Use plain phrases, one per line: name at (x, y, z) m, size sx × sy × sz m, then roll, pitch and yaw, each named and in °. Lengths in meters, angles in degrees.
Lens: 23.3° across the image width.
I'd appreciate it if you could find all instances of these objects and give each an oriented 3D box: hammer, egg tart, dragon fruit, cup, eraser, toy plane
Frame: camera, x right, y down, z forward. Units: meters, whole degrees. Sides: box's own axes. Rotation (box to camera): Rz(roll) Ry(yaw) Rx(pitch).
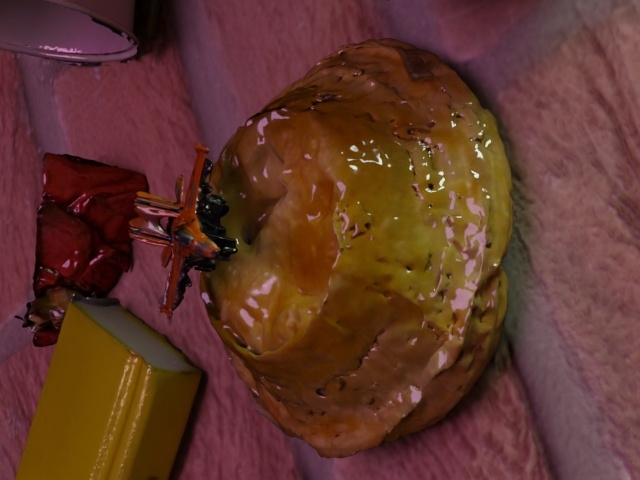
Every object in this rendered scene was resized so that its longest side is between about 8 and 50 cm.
hammer at (-0.138, -0.283, 1.459) m, size 0.060 × 0.028 × 0.195 m, roll 15°, pitch 99°, yaw 40°
egg tart at (0.001, 0.004, 1.197) m, size 0.341 × 0.129 × 0.341 m, roll -5°, pitch 83°, yaw 48°
dragon fruit at (-0.252, 0.010, 1.490) m, size 0.122 × 0.092 × 0.192 m, roll 26°, pitch 104°, yaw 46°
cup at (-0.268, -0.322, 1.458) m, size 0.253 × 0.253 × 0.274 m, roll 4°, pitch 80°, yaw 47°
eraser at (-0.198, 0.183, 1.428) m, size 0.158 × 0.069 × 0.226 m, roll 32°, pitch 109°, yaw 43°
toy plane at (-0.089, -0.002, 1.150) m, size 0.188 × 0.062 × 0.135 m, roll 19°, pitch 98°, yaw 62°
